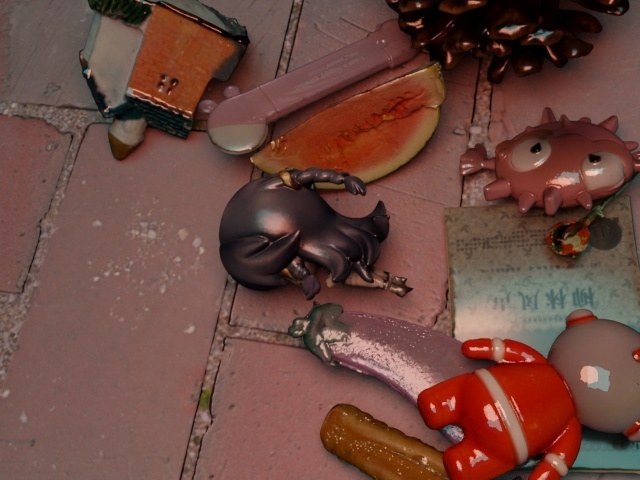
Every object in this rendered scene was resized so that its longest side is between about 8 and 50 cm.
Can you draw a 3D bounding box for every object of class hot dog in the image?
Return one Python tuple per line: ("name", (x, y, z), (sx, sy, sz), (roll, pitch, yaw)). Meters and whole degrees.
("hot dog", (0.123, 0.295, 0.958), (0.288, 0.068, 0.083), (23, 71, 33))

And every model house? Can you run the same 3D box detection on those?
("model house", (-0.285, -0.271, 1.234), (0.253, 0.184, 0.291), (23, 108, -16))

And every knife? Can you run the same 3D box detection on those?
("knife", (-0.003, -0.249, 1.191), (0.398, 0.038, 0.132), (-29, 64, -14))

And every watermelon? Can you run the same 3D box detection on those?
("watermelon", (0.064, -0.151, 1.131), (0.303, 0.159, 0.128), (-23, 96, 17))

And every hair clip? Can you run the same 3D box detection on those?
("hair clip", (0.130, 0.176, 1.001), (0.358, 0.110, 0.096), (22, 119, 21))

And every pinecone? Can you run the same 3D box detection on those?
("pinecone", (0.275, -0.411, 1.080), (0.397, 0.398, 0.398), (-4, 69, 9))

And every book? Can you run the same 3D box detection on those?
("book", (0.307, 0.122, 1.029), (0.264, 0.031, 0.380), (-4, 68, 11))

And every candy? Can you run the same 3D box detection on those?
("candy", (0.383, -0.043, 1.041), (0.184, 0.049, 0.055), (-39, 49, -14))

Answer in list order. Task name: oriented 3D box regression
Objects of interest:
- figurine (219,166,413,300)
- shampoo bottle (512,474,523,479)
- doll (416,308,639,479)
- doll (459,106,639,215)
("figurine", (-0.011, -0.003, 1.067), (0.264, 0.175, 0.197), (-6, 78, 1))
("shampoo bottle", (0.293, 0.386, 0.912), (0.072, 0.072, 0.214), (-35, 67, -4))
("doll", (0.291, 0.184, 0.921), (0.336, 0.105, 0.200), (-21, 63, -7))
("doll", (0.327, -0.110, 1.070), (0.261, 0.093, 0.211), (9, 49, 31))
